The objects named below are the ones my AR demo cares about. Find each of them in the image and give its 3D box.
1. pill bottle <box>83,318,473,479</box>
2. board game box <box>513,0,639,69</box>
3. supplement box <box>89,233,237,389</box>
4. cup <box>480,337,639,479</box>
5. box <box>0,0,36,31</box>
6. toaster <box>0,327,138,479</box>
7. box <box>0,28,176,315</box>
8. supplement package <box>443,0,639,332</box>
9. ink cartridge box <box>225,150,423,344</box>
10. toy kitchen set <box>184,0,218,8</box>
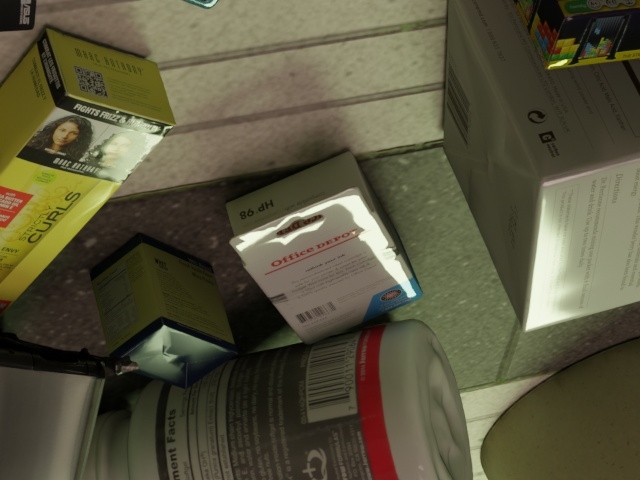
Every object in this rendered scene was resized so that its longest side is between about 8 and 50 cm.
[{"bbox_3d":[-0.048,0.180,1.230,0.318,0.176,0.176,-13,149,16],"label":"pill bottle"},{"bbox_3d":[0.191,-0.175,0.889,0.170,0.141,0.048,-9,147,-16],"label":"board game box"},{"bbox_3d":[-0.117,0.054,1.118,0.056,0.083,0.083,-35,144,23],"label":"supplement box"},{"bbox_3d":[0.360,0.276,1.544,0.331,0.237,0.331,-14,147,-9],"label":"cup"},{"bbox_3d":[-0.192,-0.151,0.841,0.067,0.018,0.083,-5,144,-19],"label":"box"},{"bbox_3d":[-0.253,0.114,1.044,0.168,0.110,0.185,11,177,-39],"label":"toaster"},{"bbox_3d":[-0.197,-0.033,0.974,0.087,0.058,0.232,14,135,-42],"label":"box"},{"bbox_3d":[0.248,-0.088,1.013,0.292,0.175,0.177,-14,145,-7],"label":"supplement package"},{"bbox_3d":[0.000,0.000,1.120,0.104,0.060,0.180,-23,147,6],"label":"ink cartridge box"},{"bbox_3d":[-0.032,-0.172,0.758,0.122,0.166,0.207,15,134,-41],"label":"toy kitchen set"}]
